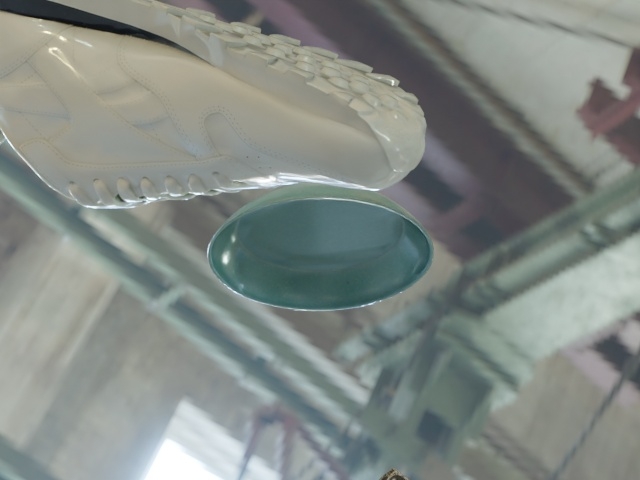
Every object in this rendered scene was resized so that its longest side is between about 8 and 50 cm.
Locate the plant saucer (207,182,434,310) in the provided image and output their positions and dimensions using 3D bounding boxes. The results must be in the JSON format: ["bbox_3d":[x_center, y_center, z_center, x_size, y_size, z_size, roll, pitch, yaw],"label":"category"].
[{"bbox_3d":[0.000,0.000,1.010,0.119,0.021,0.119,-1,-31,-1],"label":"plant saucer"}]

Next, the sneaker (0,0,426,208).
[{"bbox_3d":[-0.061,-0.052,0.812,0.235,0.095,0.090,20,7,32],"label":"sneaker"}]

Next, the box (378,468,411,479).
[{"bbox_3d":[0.120,0.221,0.663,0.270,0.060,0.216,32,-25,32],"label":"box"}]
